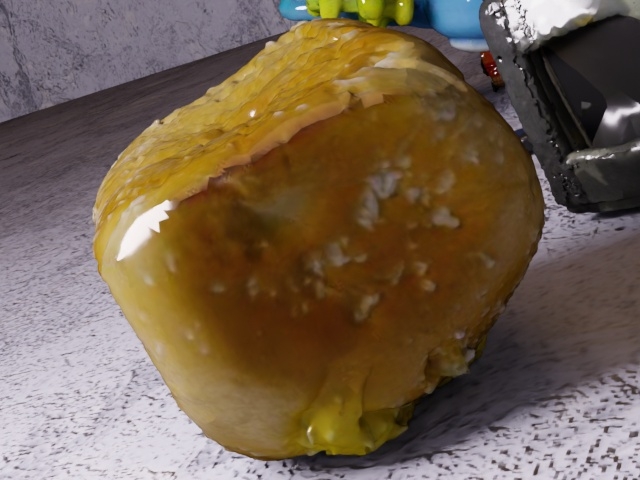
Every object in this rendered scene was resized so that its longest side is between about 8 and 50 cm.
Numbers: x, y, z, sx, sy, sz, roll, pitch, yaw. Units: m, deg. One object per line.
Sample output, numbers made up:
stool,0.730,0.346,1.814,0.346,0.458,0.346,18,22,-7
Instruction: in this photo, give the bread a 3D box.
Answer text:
bread,0.000,0.000,0.689,0.195,0.176,0.246,-32,16,-2

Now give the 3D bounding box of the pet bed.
pet bed,0.228,-0.128,0.888,0.159,0.183,0.211,-18,9,34

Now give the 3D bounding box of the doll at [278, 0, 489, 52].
doll,0.134,-0.238,1.400,0.346,0.099,0.341,-11,9,-19

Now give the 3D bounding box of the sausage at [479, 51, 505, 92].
sausage,0.295,-0.226,1.444,0.264,0.083,0.083,-14,13,16

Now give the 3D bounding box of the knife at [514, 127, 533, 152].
knife,0.134,-0.074,1.159,0.121,0.018,0.031,-11,22,35
